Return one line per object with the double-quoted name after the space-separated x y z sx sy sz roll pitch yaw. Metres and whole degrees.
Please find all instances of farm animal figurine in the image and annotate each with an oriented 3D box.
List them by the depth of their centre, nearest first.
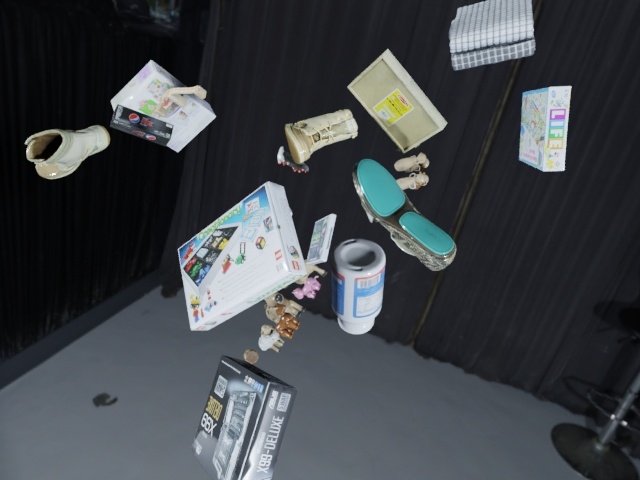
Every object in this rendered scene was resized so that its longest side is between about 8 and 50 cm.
-0.138 0.234 1.875 0.172 0.327 0.330 31 50 -1 "farm animal figurine"

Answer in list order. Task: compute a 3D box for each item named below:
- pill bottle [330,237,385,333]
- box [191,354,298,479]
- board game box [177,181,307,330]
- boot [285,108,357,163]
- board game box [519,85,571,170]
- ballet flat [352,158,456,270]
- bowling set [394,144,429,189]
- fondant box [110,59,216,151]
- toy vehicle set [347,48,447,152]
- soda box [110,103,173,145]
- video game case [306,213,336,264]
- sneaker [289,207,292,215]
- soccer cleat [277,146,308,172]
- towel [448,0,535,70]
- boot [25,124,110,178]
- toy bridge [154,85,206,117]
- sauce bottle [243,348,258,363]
0.085 0.114 1.126 0.124 0.222 0.124 0 41 0 "pill bottle"
-0.182 0.411 1.087 0.076 0.243 0.307 23 -12 -27 "box"
-0.172 0.040 0.979 0.053 0.305 0.193 13 54 -49 "board game box"
0.007 -0.299 1.355 0.203 0.095 0.262 -14 22 0 "boot"
0.308 -0.157 0.670 0.026 0.104 0.154 1 15 11 "board game box"
0.270 -0.072 1.705 0.164 0.182 0.483 -34 70 -24 "ballet flat"
0.450 -0.329 2.231 0.154 0.287 0.199 -13 -30 36 "bowling set"
-0.623 -0.527 1.935 0.330 0.238 0.096 30 26 -57 "fondant box"
0.218 -0.392 1.386 0.267 0.166 0.035 46 55 -13 "toy vehicle set"
-0.534 -0.343 1.442 0.168 0.054 0.060 18 -21 -29 "soda box"
0.000 0.000 1.777 0.022 0.173 0.190 16 -12 -16 "video game case"
-0.193 -0.175 2.227 0.083 0.084 0.215 -22 47 -35 "sneaker"
-0.113 -0.350 2.102 0.068 0.076 0.196 3 -8 35 "soccer cleat"
0.510 -0.619 1.436 0.234 0.121 0.284 -5 40 24 "towel"
-0.613 -0.198 1.102 0.213 0.077 0.165 -24 9 17 "boot"
-0.414 -0.409 1.386 0.188 0.026 0.063 -12 -27 31 "toy bridge"
-0.215 0.353 1.478 0.042 0.042 0.128 10 -9 -10 "sauce bottle"
